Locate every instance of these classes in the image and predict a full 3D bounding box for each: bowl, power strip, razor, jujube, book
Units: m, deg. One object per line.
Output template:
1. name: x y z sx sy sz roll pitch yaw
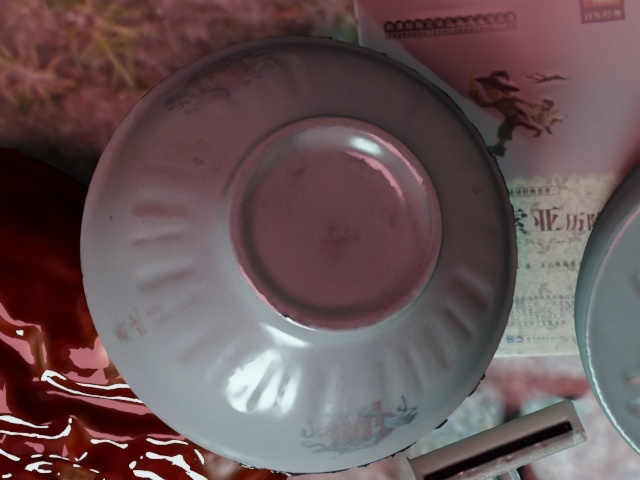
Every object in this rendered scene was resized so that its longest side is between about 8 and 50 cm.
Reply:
1. bowl: 0.000 0.000 0.621 0.189 0.086 0.189 1 83 -9
2. power strip: 0.188 0.007 0.655 0.137 0.044 0.216 31 116 -4
3. razor: 0.116 0.181 0.769 0.084 0.036 0.211 -21 111 3
4. jujube: -0.112 0.046 0.714 0.230 0.155 0.155 17 116 6
5. book: 0.087 -0.029 0.695 0.127 0.014 0.182 -2 112 17
